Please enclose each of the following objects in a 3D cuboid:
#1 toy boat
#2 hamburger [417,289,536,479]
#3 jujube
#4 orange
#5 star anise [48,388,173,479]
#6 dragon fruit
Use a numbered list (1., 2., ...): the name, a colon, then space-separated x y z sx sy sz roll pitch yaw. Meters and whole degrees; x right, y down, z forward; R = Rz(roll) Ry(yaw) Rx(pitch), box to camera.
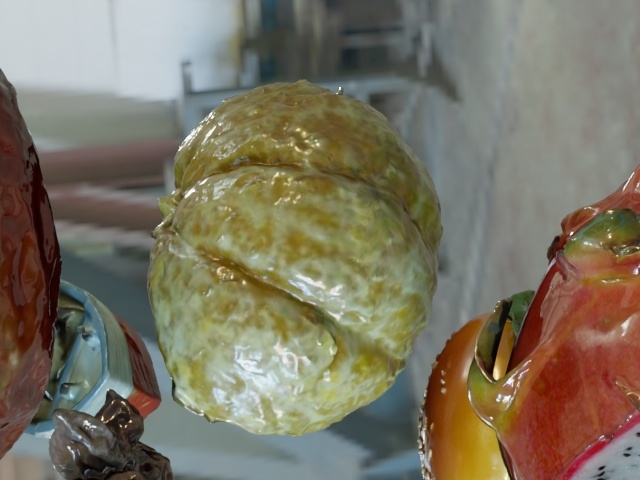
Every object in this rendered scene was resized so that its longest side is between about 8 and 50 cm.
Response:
1. toy boat: -0.278 0.100 1.806 0.331 0.133 0.145 15 83 47
2. hamburger: 0.169 0.167 1.640 0.246 0.170 0.246 -5 -90 -84
3. jujube: -0.337 0.023 1.509 0.276 0.276 0.377 -132 37 -72
4. orange: 0.000 0.000 1.789 0.210 0.271 0.369 -35 31 39
5. star anise: -0.143 0.209 1.421 0.212 0.073 0.197 -7 -97 -83
6. dragon fruit: 0.250 0.074 1.382 0.305 0.305 0.226 100 155 -54
